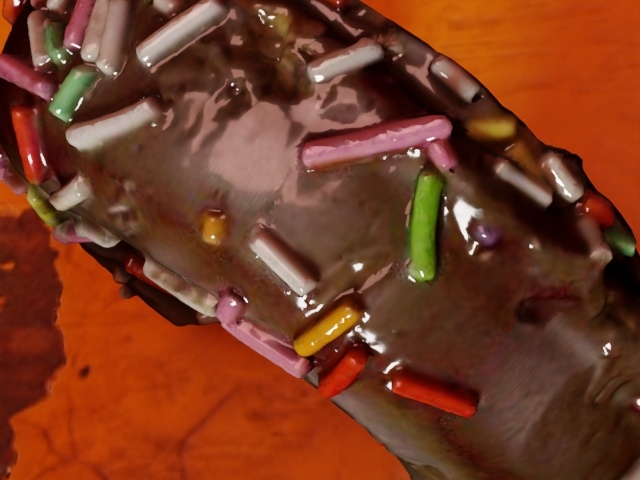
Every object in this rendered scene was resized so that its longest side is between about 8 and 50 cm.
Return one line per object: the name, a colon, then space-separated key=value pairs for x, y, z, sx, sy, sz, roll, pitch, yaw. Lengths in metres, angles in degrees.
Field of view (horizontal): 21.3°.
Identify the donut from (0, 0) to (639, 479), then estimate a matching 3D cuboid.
donut: x=-0.012 y=-0.012 z=0.711 sx=0.345 sy=0.259 sz=0.136 roll=30 pitch=80 yaw=33
